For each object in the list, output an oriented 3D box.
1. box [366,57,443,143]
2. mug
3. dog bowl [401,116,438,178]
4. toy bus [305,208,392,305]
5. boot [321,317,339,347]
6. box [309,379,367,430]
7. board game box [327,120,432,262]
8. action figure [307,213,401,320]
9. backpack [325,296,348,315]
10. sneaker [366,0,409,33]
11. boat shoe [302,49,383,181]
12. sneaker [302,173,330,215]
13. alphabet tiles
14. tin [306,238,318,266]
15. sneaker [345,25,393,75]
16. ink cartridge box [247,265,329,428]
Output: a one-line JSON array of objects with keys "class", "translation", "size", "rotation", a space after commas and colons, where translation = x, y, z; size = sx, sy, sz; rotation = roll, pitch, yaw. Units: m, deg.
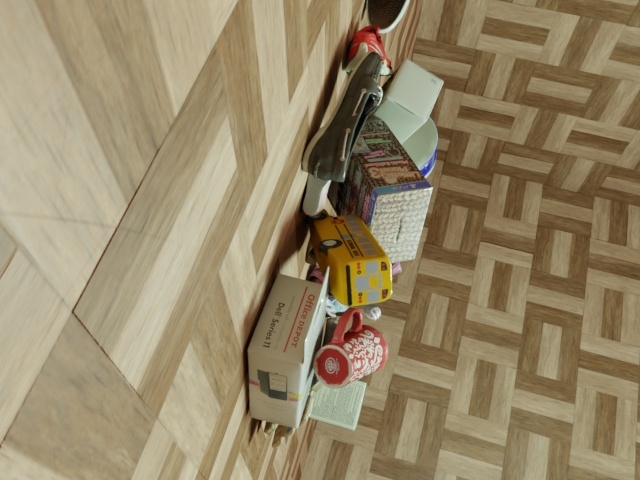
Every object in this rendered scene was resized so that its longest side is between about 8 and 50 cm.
[{"class": "box", "translation": [0.191, -0.338, 1.742], "size": [0.148, 0.121, 0.311], "rotation": [-64, -170, -23]}, {"class": "mug", "translation": [0.053, 0.237, 1.386], "size": [0.113, 0.150, 0.169], "rotation": [-34, 169, 26]}, {"class": "dog bowl", "translation": [0.223, -0.288, 1.957], "size": [0.104, 0.264, 0.265], "rotation": [79, 26, -66]}, {"class": "toy bus", "translation": [0.053, 0.024, 1.435], "size": [0.333, 0.130, 0.108], "rotation": [-116, -162, -67]}, {"class": "boot", "translation": [0.021, 0.231, 1.457], "size": [0.118, 0.042, 0.087], "rotation": [74, 36, -64]}, {"class": "box", "translation": [0.015, 0.478, 1.978], "size": [0.127, 0.232, 0.149], "rotation": [67, 38, -77]}, {"class": "board game box", "translation": [0.135, -0.121, 1.609], "size": [0.232, 0.141, 0.291], "rotation": [97, -23, -43]}, {"class": "action figure", "translation": [0.072, 0.083, 1.843], "size": [0.370, 0.248, 0.276], "rotation": [-29, 103, -46]}, {"class": "backpack", "translation": [0.038, 0.216, 2.170], "size": [0.114, 0.105, 0.084], "rotation": [47, 35, -80]}, {"class": "sneaker", "translation": [0.188, -0.649, 1.641], "size": [0.123, 0.105, 0.290], "rotation": [49, 54, -77]}, {"class": "boat shoe", "translation": [0.076, -0.263, 1.388], "size": [0.335, 0.095, 0.112], "rotation": [-61, 166, -20]}, {"class": "sneaker", "translation": [-0.005, -0.117, 1.454], "size": [0.070, 0.051, 0.134], "rotation": [53, 55, -82]}, {"class": "alphabet tiles", "translation": [-0.055, 0.365, 1.595], "size": [0.284, 0.021, 0.278], "rotation": [-49, -163, 36]}, {"class": "tin", "translation": [0.000, 0.000, 1.747], "size": [0.190, 0.040, 0.106], "rotation": [-58, 157, -65]}, {"class": "sneaker", "translation": [0.128, -0.467, 1.587], "size": [0.279, 0.107, 0.118], "rotation": [-57, 150, -74]}, {"class": "ink cartridge box", "translation": [-0.068, 0.218, 1.354], "size": [0.353, 0.119, 0.207], "rotation": [96, 10, -48]}]
